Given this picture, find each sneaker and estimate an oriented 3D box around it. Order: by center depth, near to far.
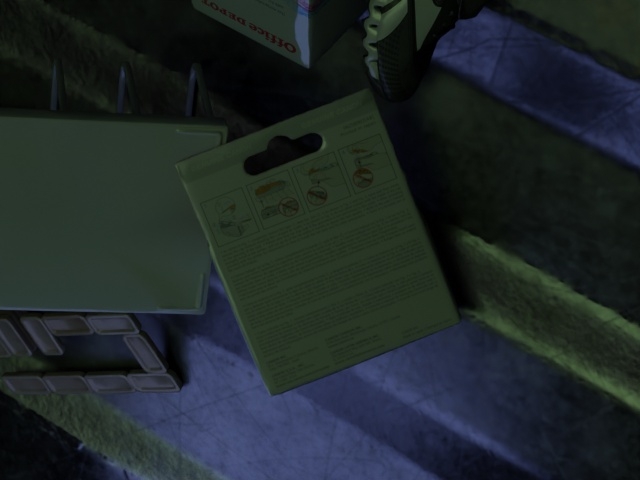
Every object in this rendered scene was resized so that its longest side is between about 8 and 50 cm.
[{"bbox_3d":[0.102,-0.210,1.499,0.106,0.078,0.234,26,121,23],"label":"sneaker"}]

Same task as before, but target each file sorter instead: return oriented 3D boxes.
[{"bbox_3d":[-0.241,-0.060,1.642,0.278,0.173,0.192,2,119,-13],"label":"file sorter"}]

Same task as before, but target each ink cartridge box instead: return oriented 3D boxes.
[{"bbox_3d":[-0.023,-0.260,1.491,0.128,0.127,0.176,30,147,18],"label":"ink cartridge box"},{"bbox_3d":[0.000,0.000,1.608,0.189,0.066,0.232,-21,101,2],"label":"ink cartridge box"}]

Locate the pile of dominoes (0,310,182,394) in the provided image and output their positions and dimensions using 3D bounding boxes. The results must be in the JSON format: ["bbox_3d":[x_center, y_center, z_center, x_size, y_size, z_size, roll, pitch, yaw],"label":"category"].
[{"bbox_3d":[-0.280,0.081,1.885,0.251,0.040,0.196,-4,132,32],"label":"pile of dominoes"}]
